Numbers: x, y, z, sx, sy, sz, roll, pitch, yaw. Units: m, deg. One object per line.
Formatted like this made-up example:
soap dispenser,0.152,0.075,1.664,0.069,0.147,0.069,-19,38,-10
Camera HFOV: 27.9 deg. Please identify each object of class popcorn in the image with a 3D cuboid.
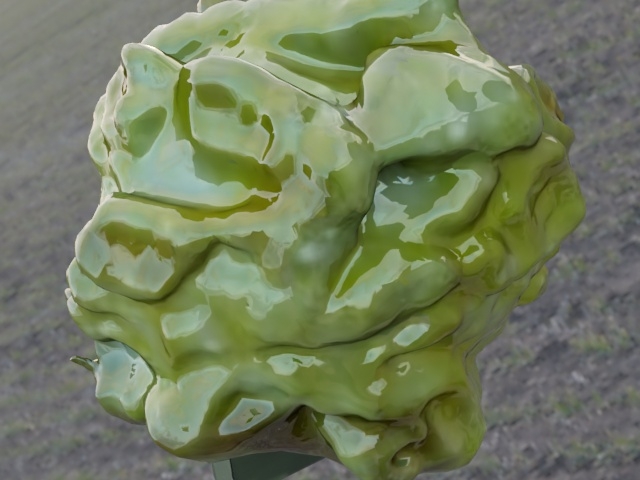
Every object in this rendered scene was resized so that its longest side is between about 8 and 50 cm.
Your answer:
popcorn,-0.007,-0.016,0.747,0.312,0.312,0.312,-31,19,12

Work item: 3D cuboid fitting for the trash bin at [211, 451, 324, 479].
trash bin,-0.037,0.145,0.956,0.092,0.061,0.043,-24,34,-26
